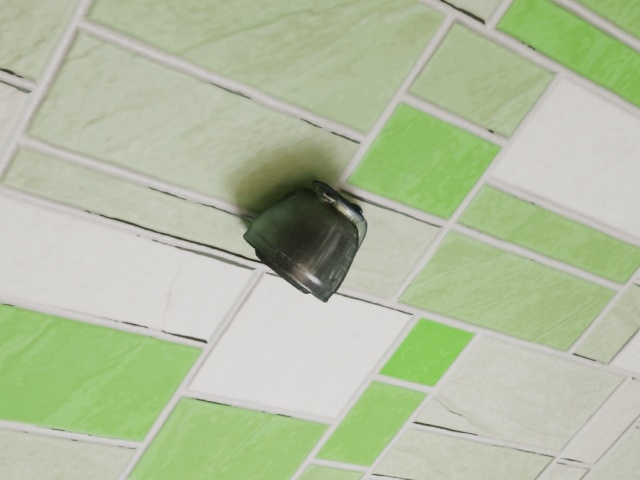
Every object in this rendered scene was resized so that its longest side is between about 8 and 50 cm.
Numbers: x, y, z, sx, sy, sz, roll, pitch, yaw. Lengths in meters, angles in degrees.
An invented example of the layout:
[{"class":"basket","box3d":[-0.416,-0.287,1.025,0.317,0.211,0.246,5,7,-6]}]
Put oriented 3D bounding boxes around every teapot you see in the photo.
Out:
[{"class":"teapot","box3d":[0.003,0.003,1.048,0.149,0.111,0.108,39,91,-36]}]
